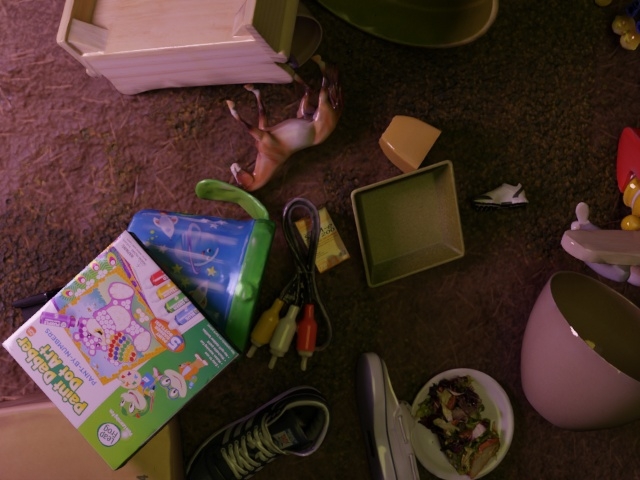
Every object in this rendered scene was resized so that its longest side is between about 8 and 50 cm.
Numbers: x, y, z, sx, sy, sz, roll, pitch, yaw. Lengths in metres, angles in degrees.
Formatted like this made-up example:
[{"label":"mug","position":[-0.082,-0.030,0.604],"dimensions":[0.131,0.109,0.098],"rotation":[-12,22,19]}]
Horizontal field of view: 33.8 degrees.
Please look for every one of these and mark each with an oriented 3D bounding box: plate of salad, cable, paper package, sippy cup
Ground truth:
[{"label":"plate of salad","position":[0.251,0.325,1.851],"dimensions":[0.199,0.048,0.200],"rotation":[0,89,-13]},{"label":"cable","position":[-0.028,0.077,1.757],"dimensions":[0.139,0.072,0.287],"rotation":[13,100,0]},{"label":"paper package","position":[-0.361,0.396,1.636],"dimensions":[0.309,0.168,0.325],"rotation":[-6,89,-9]},{"label":"sippy cup","position":[-0.204,0.054,1.673],"dimensions":[0.224,0.305,0.240],"rotation":[15,113,-2]}]

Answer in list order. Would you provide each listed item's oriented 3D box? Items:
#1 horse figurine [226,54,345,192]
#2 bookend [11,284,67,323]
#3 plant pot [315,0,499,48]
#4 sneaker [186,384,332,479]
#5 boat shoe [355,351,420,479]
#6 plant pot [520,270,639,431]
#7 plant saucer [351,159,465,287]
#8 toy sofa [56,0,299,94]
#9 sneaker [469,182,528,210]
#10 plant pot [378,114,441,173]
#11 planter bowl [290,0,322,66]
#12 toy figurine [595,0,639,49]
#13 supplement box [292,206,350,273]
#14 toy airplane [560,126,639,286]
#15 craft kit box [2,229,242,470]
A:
[{"label":"horse figurine","position":[-0.050,-0.203,1.774],"dimensions":[0.263,0.066,0.175],"rotation":[-32,117,-20]},{"label":"bookend","position":[-0.383,0.146,1.649],"dimensions":[0.072,0.157,0.156],"rotation":[-14,92,28]},{"label":"plant pot","position":[0.172,-0.567,1.727],"dimensions":[0.366,0.366,0.353],"rotation":[27,71,-11]},{"label":"sneaker","position":[-0.101,0.337,1.713],"dimensions":[0.282,0.153,0.099],"rotation":[-35,97,-11]},{"label":"boat shoe","position":[0.119,0.311,1.806],"dimensions":[0.084,0.095,0.258],"rotation":[-11,102,-17]},{"label":"plant pot","position":[0.455,0.218,1.812],"dimensions":[0.284,0.284,0.191],"rotation":[29,117,-11]},{"label":"plant saucer","position":[0.145,-0.034,1.812],"dimensions":[0.188,0.045,0.188],"rotation":[-18,117,-14]},{"label":"toy sofa","position":[-0.207,-0.341,1.636],"dimensions":[0.362,0.177,0.150],"rotation":[0,70,25]},{"label":"sneaker","position":[0.316,-0.079,1.887],"dimensions":[0.109,0.040,0.044],"rotation":[-3,73,-17]},{"label":"plant pot","position":[0.148,-0.171,1.827],"dimensions":[0.083,0.081,0.081],"rotation":[33,81,1]},{"label":"planter bowl","position":[-0.092,-0.355,1.745],"dimensions":[0.162,0.162,0.109],"rotation":[-22,68,-13]},{"label":"toy figurine","position":[0.677,-0.414,1.897],"dimensions":[0.217,0.191,0.363],"rotation":[-19,74,-30]},{"label":"supplement box","position":[0.000,0.000,1.806],"dimensions":[0.062,0.036,0.098],"rotation":[-28,95,-12]},{"label":"toy airplane","position":[0.629,0.010,1.836],"dimensions":[0.386,0.272,0.384],"rotation":[36,49,4]},{"label":"craft kit box","position":[-0.286,0.158,1.532],"dimensions":[0.246,0.061,0.250],"rotation":[-44,85,1]}]
